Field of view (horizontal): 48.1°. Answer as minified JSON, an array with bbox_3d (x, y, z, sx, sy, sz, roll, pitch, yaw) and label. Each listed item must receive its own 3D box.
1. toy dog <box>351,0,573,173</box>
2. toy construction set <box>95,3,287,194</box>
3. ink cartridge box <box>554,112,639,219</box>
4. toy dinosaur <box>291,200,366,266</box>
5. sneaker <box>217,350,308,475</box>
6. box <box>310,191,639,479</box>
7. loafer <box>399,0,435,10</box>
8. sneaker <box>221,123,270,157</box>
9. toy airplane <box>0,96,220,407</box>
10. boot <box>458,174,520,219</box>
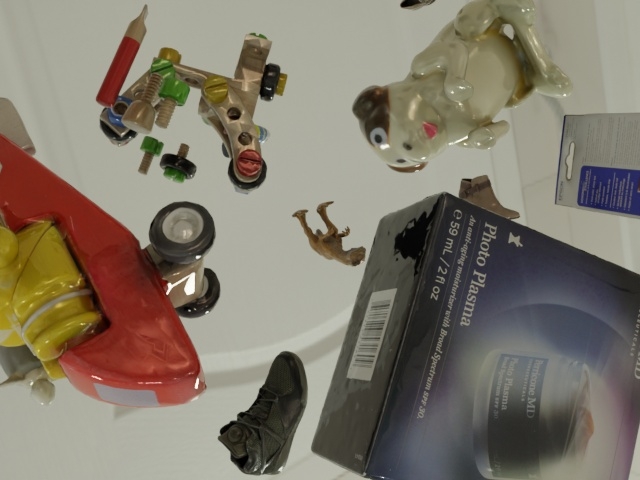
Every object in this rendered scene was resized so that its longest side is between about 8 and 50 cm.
[{"bbox_3d":[0.264,-0.335,1.582,0.408,0.284,0.395,-41,-141,-5],"label":"toy dog"},{"bbox_3d":[-0.180,-0.228,1.025,0.257,0.237,0.309,16,168,17],"label":"toy construction set"},{"bbox_3d":[0.539,-0.125,1.210,0.069,0.176,0.371,1,-171,-21],"label":"ink cartridge box"},{"bbox_3d":[0.000,0.000,1.101,0.064,0.112,0.211,-24,-165,-15],"label":"toy dinosaur"},{"bbox_3d":[-0.100,0.306,1.261,0.087,0.228,0.130,20,-176,39],"label":"sneaker"},{"bbox_3d":[0.188,0.142,0.798,0.294,0.296,0.182,21,167,-15],"label":"box"},{"bbox_3d":[0.219,-0.536,1.581,0.039,0.045,0.125,-17,-177,-22],"label":"loafer"},{"bbox_3d":[-0.180,-0.236,1.730,0.144,0.053,0.059,-18,174,39],"label":"sneaker"},{"bbox_3d":[-0.314,0.009,0.688,0.384,0.386,0.272,3,-137,52],"label":"toy airplane"},{"bbox_3d":[0.318,-0.082,1.368,0.118,0.087,0.042,-2,-169,33],"label":"boot"}]
